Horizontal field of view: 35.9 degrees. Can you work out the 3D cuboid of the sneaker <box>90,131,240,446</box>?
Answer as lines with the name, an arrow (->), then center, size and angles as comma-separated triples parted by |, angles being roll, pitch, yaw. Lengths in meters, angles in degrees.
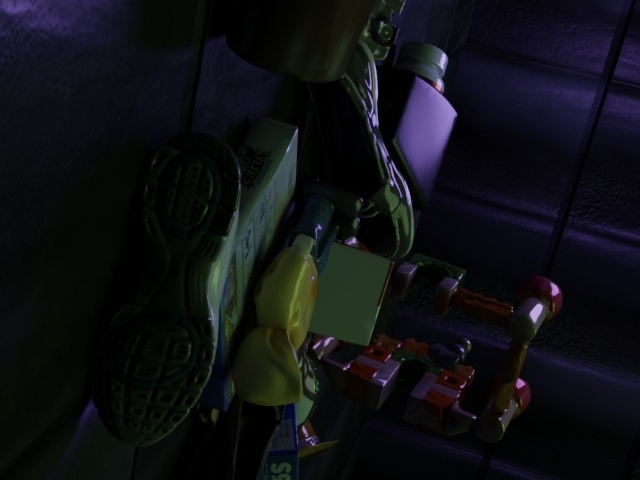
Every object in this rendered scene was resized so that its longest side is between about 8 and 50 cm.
sneaker -> -0.129, 0.050, 0.938 | 0.129, 0.111, 0.297 | 16, 91, -85

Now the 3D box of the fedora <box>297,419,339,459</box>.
fedora -> -0.062, 0.352, 1.730 | 0.194, 0.194, 0.079 | 55, 14, -77

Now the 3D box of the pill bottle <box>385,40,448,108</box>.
pill bottle -> 0.177, -0.278, 1.978 | 0.121, 0.121, 0.221 | 69, 39, -73

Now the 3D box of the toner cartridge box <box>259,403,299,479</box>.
toner cartridge box -> -0.077, 0.395, 1.554 | 0.165, 0.075, 0.347 | -95, -174, -54

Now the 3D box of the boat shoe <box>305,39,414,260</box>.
boat shoe -> 0.045, -0.116, 1.393 | 0.095, 0.112, 0.335 | -33, 114, -50

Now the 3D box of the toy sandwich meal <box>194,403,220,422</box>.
toy sandwich meal -> -0.141, 0.200, 1.304 | 0.085, 0.029, 0.085 | 17, 90, -80

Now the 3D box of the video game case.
video game case -> -0.097, 0.031, 1.182 | 0.269, 0.061, 0.244 | 94, 14, -48

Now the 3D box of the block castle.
block castle -> 0.198, 0.159, 1.867 | 0.213, 0.454, 0.302 | -38, 143, -59

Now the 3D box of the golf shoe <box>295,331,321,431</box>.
golf shoe -> -0.064, 0.198, 1.587 | 0.120, 0.105, 0.272 | -22, 126, -54

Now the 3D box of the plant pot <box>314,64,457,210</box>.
plant pot -> 0.091, -0.178, 1.556 | 0.167, 0.188, 0.187 | 55, 52, -62

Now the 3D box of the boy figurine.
boy figurine -> -0.028, 0.062, 1.182 | 0.177, 0.092, 0.285 | 96, 11, -55

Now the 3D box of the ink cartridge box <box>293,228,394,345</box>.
ink cartridge box -> 0.004, 0.061, 1.417 | 0.176, 0.127, 0.128 | -158, -96, -73

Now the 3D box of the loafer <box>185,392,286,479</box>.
loafer -> -0.090, 0.247, 1.346 | 0.109, 0.095, 0.302 | 37, 60, -33

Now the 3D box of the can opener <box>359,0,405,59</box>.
can opener -> 0.101, -0.416, 1.571 | 0.095, 0.076, 0.283 | -2, -112, 67

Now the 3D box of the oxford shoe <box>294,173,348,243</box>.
oxford shoe -> 0.000, 0.000, 1.558 | 0.227, 0.096, 0.082 | 96, 13, -52

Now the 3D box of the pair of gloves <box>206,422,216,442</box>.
pair of gloves -> -0.156, 0.353, 1.435 | 0.204, 0.042, 0.240 | 85, 23, -63

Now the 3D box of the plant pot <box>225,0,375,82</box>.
plant pot -> -0.012, -0.253, 0.958 | 0.167, 0.167, 0.165 | -54, 166, -61
